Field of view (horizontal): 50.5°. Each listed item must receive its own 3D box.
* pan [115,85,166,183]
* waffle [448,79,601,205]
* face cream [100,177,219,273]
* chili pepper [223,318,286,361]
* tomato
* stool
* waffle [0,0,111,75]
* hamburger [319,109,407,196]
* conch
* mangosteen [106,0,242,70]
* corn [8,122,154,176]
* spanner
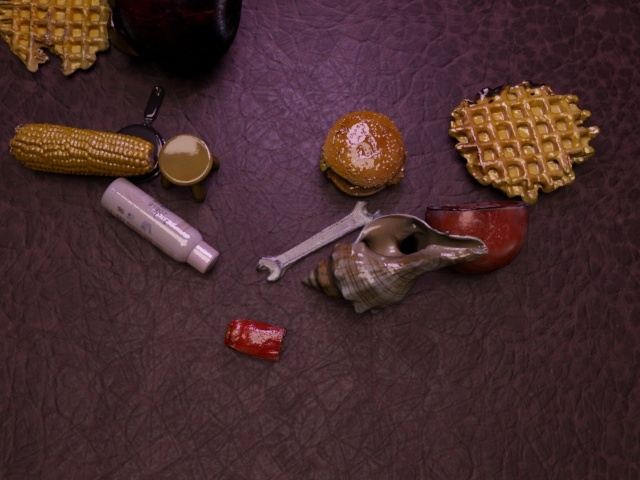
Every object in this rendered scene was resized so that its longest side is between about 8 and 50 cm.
[{"bbox_3d":[-0.391,-0.238,1.487,0.136,0.028,0.235,14,77,2],"label":"pan"},{"bbox_3d":[0.455,-0.239,1.519,0.312,0.060,0.307,-40,76,-14],"label":"waffle"},{"bbox_3d":[-0.331,-0.026,1.419,0.269,0.082,0.082,35,78,3],"label":"face cream"},{"bbox_3d":[-0.135,0.199,1.391,0.123,0.073,0.070,14,35,-3],"label":"chili pepper"},{"bbox_3d":[0.331,-0.005,1.430,0.214,0.181,0.155,-3,93,-3],"label":"tomato"},{"bbox_3d":[-0.281,-0.155,1.436,0.135,0.110,0.134,-24,79,-8],"label":"stool"},{"bbox_3d":[-0.585,-0.493,1.518,0.250,0.056,0.261,-42,81,-12],"label":"waffle"},{"bbox_3d":[0.099,-0.185,1.468,0.191,0.118,0.182,37,81,0],"label":"hamburger"},{"bbox_3d":[0.140,0.041,1.393,0.386,0.169,0.203,-13,83,8],"label":"conch"},{"bbox_3d":[-0.311,-0.515,1.424,0.300,0.300,0.300,1,78,-4],"label":"mangosteen"},{"bbox_3d":[-0.496,-0.183,1.416,0.305,0.106,0.106,8,77,6],"label":"corn"},{"bbox_3d":[0.000,0.000,1.469,0.302,0.017,0.071,-31,81,-11],"label":"spanner"}]
